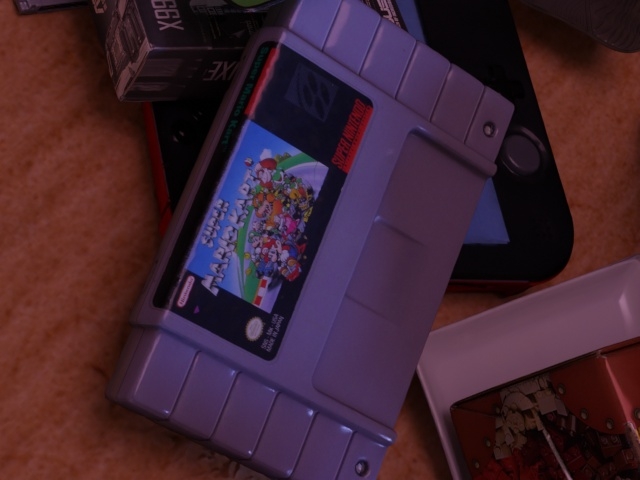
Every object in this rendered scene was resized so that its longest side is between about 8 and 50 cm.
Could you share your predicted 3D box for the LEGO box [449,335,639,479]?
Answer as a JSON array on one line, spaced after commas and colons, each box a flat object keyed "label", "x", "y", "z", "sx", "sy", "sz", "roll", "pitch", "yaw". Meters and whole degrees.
[{"label": "LEGO box", "x": 0.402, "y": 0.230, "z": 1.371, "sx": 0.500, "sy": 0.193, "sz": 0.373, "roll": -12, "pitch": 81, "yaw": -34}]

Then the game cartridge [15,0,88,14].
[{"label": "game cartridge", "x": -0.213, "y": -0.213, "z": 1.355, "sx": 0.083, "sy": 0.017, "sz": 0.056, "roll": -13, "pitch": 78, "yaw": -34}]

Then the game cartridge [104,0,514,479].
[{"label": "game cartridge", "x": 0.000, "y": 0.000, "z": 1.265, "sx": 0.230, "sy": 0.068, "sz": 0.355, "roll": 31, "pitch": 73, "yaw": -32}]

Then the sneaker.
[{"label": "sneaker", "x": 0.219, "y": -0.264, "z": 1.583, "sx": 0.222, "sy": 0.083, "sz": 0.118, "roll": 35, "pitch": 22, "yaw": -14}]

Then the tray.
[{"label": "tray", "x": 0.191, "y": 0.116, "z": 1.414, "sx": 0.270, "sy": 0.030, "sz": 0.145, "roll": -17, "pitch": 86, "yaw": -34}]

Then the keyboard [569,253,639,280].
[{"label": "keyboard", "x": 0.209, "y": 0.077, "z": 1.467, "sx": 0.256, "sy": 0.014, "sz": 0.072, "roll": -19, "pitch": 83, "yaw": -35}]

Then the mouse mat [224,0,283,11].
[{"label": "mouse mat", "x": -0.064, "y": -0.238, "z": 1.268, "sx": 0.152, "sy": 0.007, "sz": 0.189, "roll": -26, "pitch": 53, "yaw": -37}]

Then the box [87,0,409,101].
[{"label": "box", "x": -0.085, "y": -0.261, "z": 1.369, "sx": 0.242, "sy": 0.076, "sz": 0.307, "roll": -6, "pitch": 65, "yaw": -32}]

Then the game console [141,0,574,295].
[{"label": "game console", "x": 0.026, "y": -0.116, "z": 1.422, "sx": 0.386, "sy": 0.060, "sz": 0.342, "roll": 2, "pitch": 67, "yaw": -30}]
